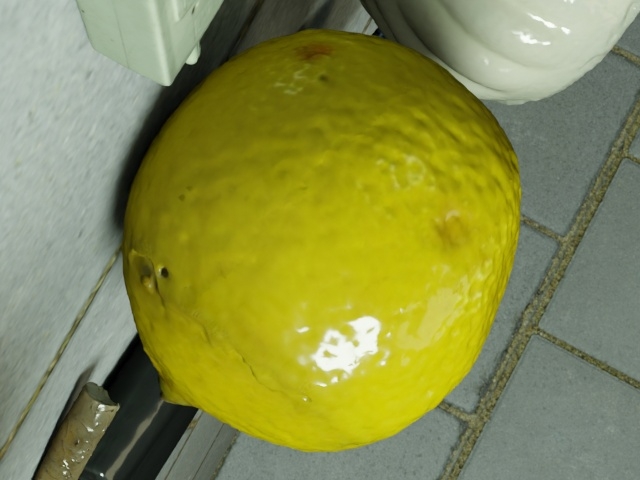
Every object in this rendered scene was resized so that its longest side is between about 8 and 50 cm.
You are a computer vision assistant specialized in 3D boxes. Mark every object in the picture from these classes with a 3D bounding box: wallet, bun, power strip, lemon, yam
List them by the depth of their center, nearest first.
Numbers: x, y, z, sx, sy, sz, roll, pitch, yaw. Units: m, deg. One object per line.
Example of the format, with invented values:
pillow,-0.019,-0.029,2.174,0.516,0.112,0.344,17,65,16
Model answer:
power strip,-0.061,-0.110,0.439,0.075,0.042,0.175,-62,176,-14
lemon,0.003,-0.008,0.640,0.228,0.229,0.253,105,9,-72
bun,0.090,-0.230,0.733,0.263,0.175,0.263,-14,-106,60
yam,-0.185,0.164,0.779,0.145,0.032,0.032,-61,176,18
wallet,-0.102,0.070,0.990,0.406,0.062,0.228,-58,175,-28

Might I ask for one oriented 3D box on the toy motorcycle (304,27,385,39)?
toy motorcycle,0.002,-0.093,0.896,0.254,0.092,0.135,-42,160,-38
